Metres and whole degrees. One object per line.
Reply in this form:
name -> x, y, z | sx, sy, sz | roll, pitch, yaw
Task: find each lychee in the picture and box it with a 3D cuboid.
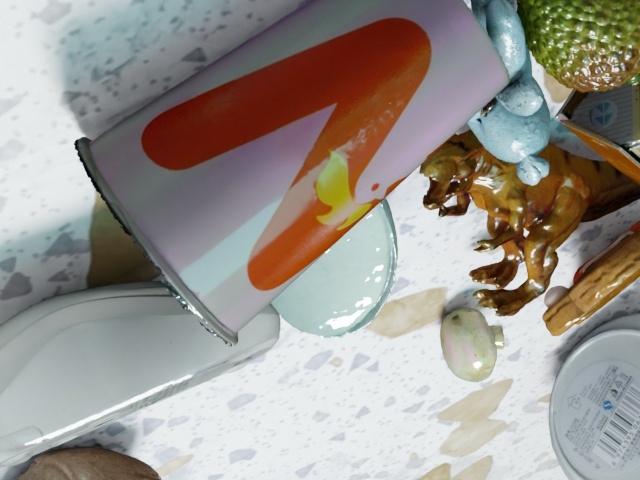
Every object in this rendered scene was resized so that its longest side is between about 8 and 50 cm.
lychee -> 0.224, -0.176, 1.128 | 0.146, 0.114, 0.114 | 33, 117, -24

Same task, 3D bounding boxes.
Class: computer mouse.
computer mouse -> -0.185, 0.096, 1.185 | 0.297, 0.121, 0.184 | -25, 171, -8

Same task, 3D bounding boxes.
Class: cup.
cup -> 0.420, 0.232, 1.726 | 0.323, 0.236, 0.327 | -15, 160, 40
cup -> -0.012, -0.083, 1.035 | 0.288, 0.203, 0.203 | -38, 145, 1

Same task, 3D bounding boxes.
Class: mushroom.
mushroom -> 0.165, 0.112, 1.486 | 0.067, 0.083, 0.083 | -9, 144, -3

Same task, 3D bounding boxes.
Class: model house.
model house -> 0.319, -0.112, 1.263 | 0.136, 0.207, 0.219 | -13, 154, 34

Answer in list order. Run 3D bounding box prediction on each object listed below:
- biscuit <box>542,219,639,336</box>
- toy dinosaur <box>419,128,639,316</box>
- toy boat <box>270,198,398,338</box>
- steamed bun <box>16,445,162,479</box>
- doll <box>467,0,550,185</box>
biscuit -> 0.314, 0.021, 1.420 | 0.205, 0.049, 0.324 | -40, 171, 16
toy dinosaur -> 0.219, -0.028, 1.339 | 0.432, 0.097, 0.208 | -5, 125, -44
toy boat -> 0.000, 0.000, 1.251 | 0.134, 0.079, 0.207 | -20, 136, -3
steamed bun -> -0.245, 0.274, 1.406 | 0.175, 0.106, 0.145 | -34, 153, 34
doll -> 0.140, -0.130, 1.133 | 0.075, 0.120, 0.180 | -23, 141, 7
